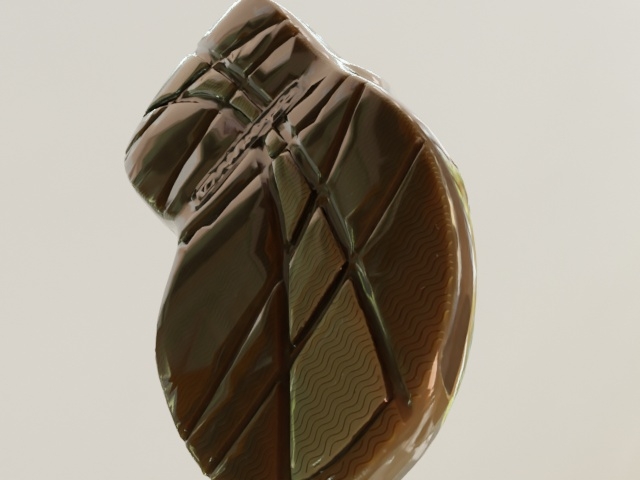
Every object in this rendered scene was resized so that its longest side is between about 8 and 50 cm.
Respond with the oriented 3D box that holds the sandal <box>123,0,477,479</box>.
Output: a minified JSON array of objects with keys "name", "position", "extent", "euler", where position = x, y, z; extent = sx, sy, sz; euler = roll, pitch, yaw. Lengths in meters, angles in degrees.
[{"name":"sandal","position":[0.000,0.000,0.418],"extent":[0.049,0.072,0.180],"euler":[39,-170,-26]}]
